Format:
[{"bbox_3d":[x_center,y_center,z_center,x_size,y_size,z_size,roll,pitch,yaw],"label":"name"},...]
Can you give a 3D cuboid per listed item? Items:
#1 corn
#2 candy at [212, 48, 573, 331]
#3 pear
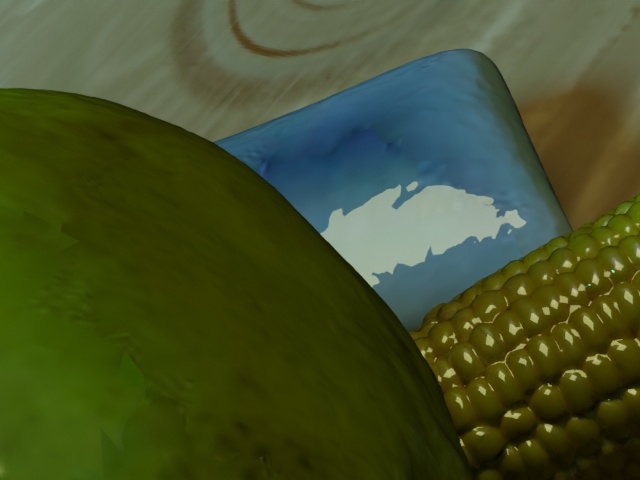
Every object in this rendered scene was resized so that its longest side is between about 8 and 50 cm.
[{"bbox_3d":[0.126,0.020,0.556,0.260,0.091,0.091,-29,48,3],"label":"corn"},{"bbox_3d":[0.000,0.000,0.649,0.174,0.071,0.138,-22,39,5],"label":"candy"},{"bbox_3d":[-0.123,0.104,0.453,0.375,0.287,0.287,-7,42,33],"label":"pear"}]
